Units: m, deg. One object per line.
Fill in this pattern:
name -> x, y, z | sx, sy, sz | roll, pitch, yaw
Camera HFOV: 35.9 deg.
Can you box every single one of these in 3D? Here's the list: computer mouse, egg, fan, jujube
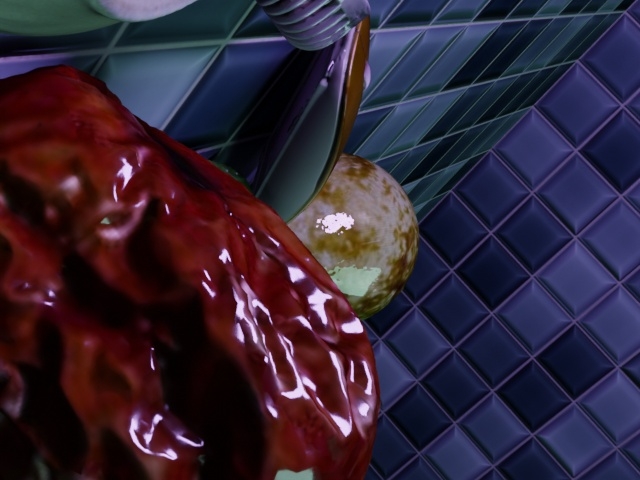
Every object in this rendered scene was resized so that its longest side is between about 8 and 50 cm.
computer mouse -> -0.007, -0.127, 1.107 | 0.310, 0.072, 0.158 | 124, -17, -51
egg -> 0.000, 0.000, 1.335 | 0.289, 0.238, 0.238 | -8, 148, -46
fan -> -0.020, -0.205, 0.759 | 0.074, 0.130, 0.244 | -39, -176, 5
jujube -> -0.129, 0.061, 0.689 | 0.276, 0.377, 0.276 | -32, 168, -8

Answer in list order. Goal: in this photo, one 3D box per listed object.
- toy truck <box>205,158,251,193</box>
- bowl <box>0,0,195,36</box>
toy truck -> -0.148, -0.031, 1.030 | 0.125, 0.101, 0.242 | -48, 172, 8
bowl -> -0.092, -0.194, 0.436 | 0.277, 0.145, 0.277 | -43, 169, -10
